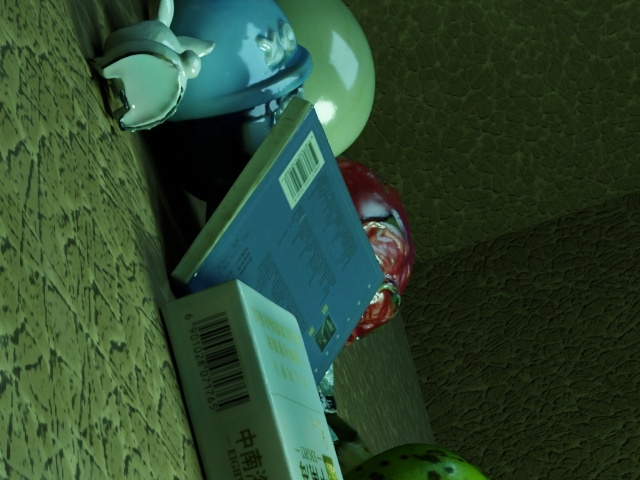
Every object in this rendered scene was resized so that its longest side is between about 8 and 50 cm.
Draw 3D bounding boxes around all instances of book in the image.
[{"bbox_3d":[-0.028,0.031,1.385,0.191,0.025,0.269,-56,149,-21],"label":"book"}]

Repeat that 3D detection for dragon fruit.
[{"bbox_3d":[0.000,0.000,1.680,0.192,0.193,0.274,37,23,-31],"label":"dragon fruit"}]

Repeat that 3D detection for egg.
[{"bbox_3d":[-0.052,-0.176,1.589,0.242,0.186,0.186,52,-5,27],"label":"egg"}]

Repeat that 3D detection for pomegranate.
[{"bbox_3d":[0.056,0.266,1.440,0.198,0.246,0.198,18,90,-73],"label":"pomegranate"}]

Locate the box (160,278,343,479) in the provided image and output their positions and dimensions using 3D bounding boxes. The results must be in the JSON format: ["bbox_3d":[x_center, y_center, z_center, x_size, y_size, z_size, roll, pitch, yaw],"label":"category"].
[{"bbox_3d":[-0.035,0.162,1.201,0.155,0.067,0.243,34,37,-70],"label":"box"}]

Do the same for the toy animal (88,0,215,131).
[{"bbox_3d":[-0.133,-0.140,1.258,0.071,0.085,0.124,53,10,-21],"label":"toy animal"}]

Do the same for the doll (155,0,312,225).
[{"bbox_3d":[-0.069,-0.097,1.416,0.177,0.141,0.314,-48,129,-56],"label":"doll"}]

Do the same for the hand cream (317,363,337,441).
[{"bbox_3d":[-0.023,0.114,1.800,0.075,0.052,0.248,19,56,-55],"label":"hand cream"}]
